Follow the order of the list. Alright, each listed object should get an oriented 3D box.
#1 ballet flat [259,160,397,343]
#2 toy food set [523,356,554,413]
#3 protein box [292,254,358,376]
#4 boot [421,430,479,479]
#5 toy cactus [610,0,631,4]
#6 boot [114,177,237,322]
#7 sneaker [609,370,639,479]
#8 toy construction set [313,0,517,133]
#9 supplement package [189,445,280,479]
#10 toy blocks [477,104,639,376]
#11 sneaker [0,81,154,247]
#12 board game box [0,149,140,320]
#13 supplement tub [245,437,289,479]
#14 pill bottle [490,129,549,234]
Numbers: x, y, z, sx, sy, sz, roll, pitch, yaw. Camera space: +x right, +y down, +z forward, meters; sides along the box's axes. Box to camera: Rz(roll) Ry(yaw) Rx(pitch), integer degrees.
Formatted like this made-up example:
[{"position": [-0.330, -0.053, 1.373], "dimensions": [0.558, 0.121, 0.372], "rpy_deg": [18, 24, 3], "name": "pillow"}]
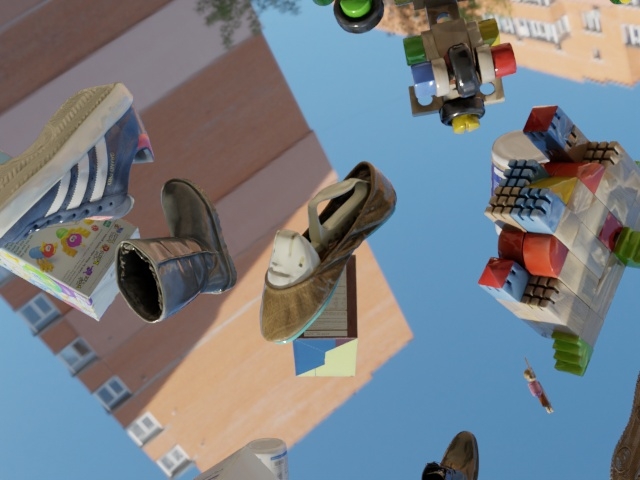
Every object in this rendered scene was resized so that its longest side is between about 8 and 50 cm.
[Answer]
[{"position": [0.000, 0.000, 1.199], "dimensions": [0.116, 0.124, 0.342], "rpy_deg": [17, -124, 43], "name": "ballet flat"}, {"position": [0.414, 0.286, 1.472], "dimensions": [0.019, 0.122, 0.078], "rpy_deg": [-28, -159, 13], "name": "toy food set"}, {"position": [0.010, 0.165, 1.673], "dimensions": [0.136, 0.200, 0.201], "rpy_deg": [0, -123, 1], "name": "protein box"}, {"position": [0.251, 0.448, 1.483], "dimensions": [0.082, 0.106, 0.219], "rpy_deg": [6, -128, 28], "name": "boot"}, {"position": [0.462, -0.432, 1.120], "dimensions": [0.219, 0.180, 0.112], "rpy_deg": [148, -42, -78], "name": "toy cactus"}, {"position": [-0.197, 0.005, 0.977], "dimensions": [0.076, 0.190, 0.208], "rpy_deg": [-34, 171, 24], "name": "boot"}, {"position": [0.632, 0.360, 1.388], "dimensions": [0.282, 0.153, 0.099], "rpy_deg": [-67, -166, -15], "name": "sneaker"}, {"position": [0.190, -0.280, 0.952], "dimensions": [0.309, 0.237, 0.257], "rpy_deg": [-35, -110, 4], "name": "toy construction set"}, {"position": [-0.133, 0.417, 0.869], "dimensions": [0.198, 0.199, 0.263], "rpy_deg": [-41, -177, 44], "name": "supplement package"}, {"position": [0.365, -0.024, 1.176], "dimensions": [0.190, 0.261, 0.381], "rpy_deg": [9, -111, 54], "name": "toy blocks"}, {"position": [-0.329, -0.056, 0.989], "dimensions": [0.131, 0.148, 0.350], "rpy_deg": [2, -137, 35], "name": "sneaker"}, {"position": [-0.453, -0.008, 1.275], "dimensions": [0.275, 0.142, 0.144], "rpy_deg": [30, -112, 3], "name": "board game box"}, {"position": [-0.086, 0.381, 1.248], "dimensions": [0.071, 0.107, 0.071], "rpy_deg": [-3, -176, 0], "name": "supplement tub"}, {"position": [0.506, -0.131, 1.939], "dimensions": [0.153, 0.265, 0.153], "rpy_deg": [-6, -140, 5], "name": "pill bottle"}]
